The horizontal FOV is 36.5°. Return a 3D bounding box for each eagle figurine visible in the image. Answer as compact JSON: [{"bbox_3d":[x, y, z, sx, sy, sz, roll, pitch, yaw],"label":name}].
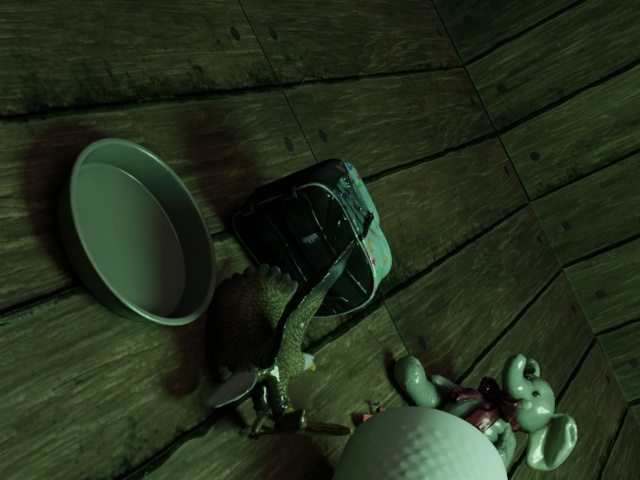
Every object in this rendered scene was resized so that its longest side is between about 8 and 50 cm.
[{"bbox_3d":[-0.062,0.148,1.468,0.225,0.226,0.299,99,-8,-75],"label":"eagle figurine"}]

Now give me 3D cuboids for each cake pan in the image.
[{"bbox_3d":[-0.266,-0.007,1.405,0.293,0.054,0.293,40,35,-37],"label":"cake pan"}]

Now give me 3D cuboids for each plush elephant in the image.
[{"bbox_3d":[0.355,0.336,1.924,0.330,0.255,0.272,53,-1,-38],"label":"plush elephant"}]

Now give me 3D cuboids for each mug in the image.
[{"bbox_3d":[0.166,0.482,1.447,0.374,0.276,0.328,34,31,-2],"label":"mug"}]

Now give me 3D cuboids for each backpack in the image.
[{"bbox_3d":[0.000,0.000,1.680,0.254,0.225,0.191,61,32,-14],"label":"backpack"}]

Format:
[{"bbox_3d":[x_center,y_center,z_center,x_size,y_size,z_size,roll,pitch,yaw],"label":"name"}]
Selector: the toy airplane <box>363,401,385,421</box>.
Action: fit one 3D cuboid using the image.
[{"bbox_3d":[0.119,0.369,1.777,0.151,0.028,0.151,38,37,-37],"label":"toy airplane"}]
